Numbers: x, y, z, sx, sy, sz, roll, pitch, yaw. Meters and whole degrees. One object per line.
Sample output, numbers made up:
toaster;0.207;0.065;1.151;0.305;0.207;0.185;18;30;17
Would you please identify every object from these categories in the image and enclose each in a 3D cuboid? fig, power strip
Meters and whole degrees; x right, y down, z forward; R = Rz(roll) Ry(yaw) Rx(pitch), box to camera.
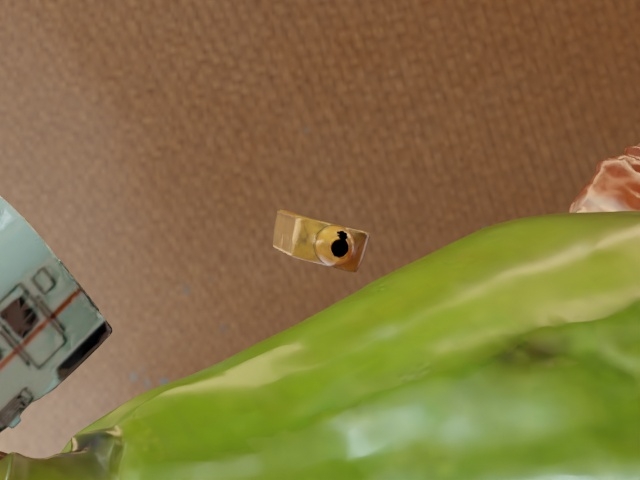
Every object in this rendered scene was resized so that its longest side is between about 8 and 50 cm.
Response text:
fig;0.082;0.076;0.458;0.233;0.233;0.314;-34;118;24
power strip;0.000;0.000;1.019;0.049;0.178;0.028;14;91;-8

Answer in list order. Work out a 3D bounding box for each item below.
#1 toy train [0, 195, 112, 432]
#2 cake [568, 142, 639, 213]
toy train;-0.255;0.132;0.539;0.407;0.086;0.088;-45;149;-14
cake;0.233;0.110;0.979;0.269;0.319;0.270;30;126;13
